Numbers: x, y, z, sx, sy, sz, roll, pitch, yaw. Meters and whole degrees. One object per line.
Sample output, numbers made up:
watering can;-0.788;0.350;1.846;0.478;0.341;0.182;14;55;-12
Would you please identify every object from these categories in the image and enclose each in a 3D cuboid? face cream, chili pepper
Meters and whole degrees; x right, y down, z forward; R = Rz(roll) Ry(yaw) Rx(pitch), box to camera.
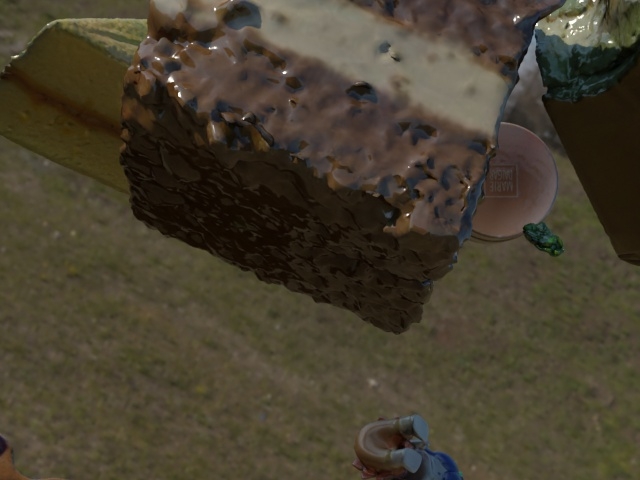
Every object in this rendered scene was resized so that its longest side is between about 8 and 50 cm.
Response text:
face cream;0.224;-0.071;1.500;0.149;0.149;0.104;28;-4;1
chili pepper;0.259;-0.005;1.366;0.034;0.030;0.091;47;5;-14

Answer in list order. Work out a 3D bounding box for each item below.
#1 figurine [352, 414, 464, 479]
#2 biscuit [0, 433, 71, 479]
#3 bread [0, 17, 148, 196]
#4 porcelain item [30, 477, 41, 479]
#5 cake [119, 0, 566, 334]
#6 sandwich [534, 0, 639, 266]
figurine;0.108;0.270;1.381;0.102;0.111;0.195;-1;-39;36
biscuit;-0.379;0.429;1.430;0.455;0.078;0.350;31;43;2
bread;-0.190;-0.113;1.168;0.163;0.167;0.264;56;30;9
porcelain item;-0.454;0.472;1.785;0.069;0.215;0.081;19;-35;-28
cake;0.016;-0.119;0.852;0.256;0.290;0.282;25;-21;3
sandwich;0.249;-0.114;0.944;0.198;0.227;0.155;24;44;-14
